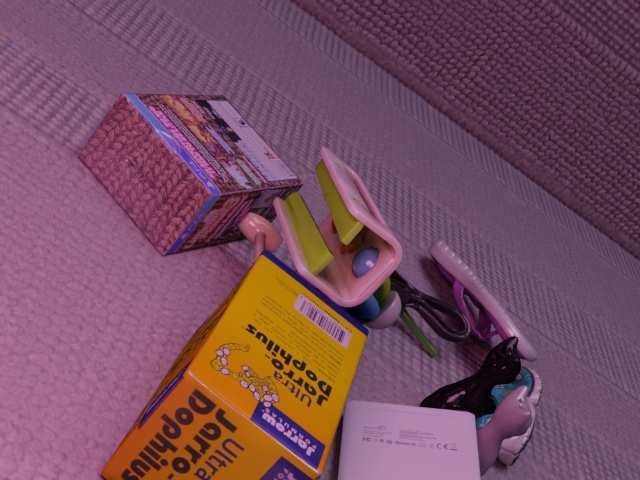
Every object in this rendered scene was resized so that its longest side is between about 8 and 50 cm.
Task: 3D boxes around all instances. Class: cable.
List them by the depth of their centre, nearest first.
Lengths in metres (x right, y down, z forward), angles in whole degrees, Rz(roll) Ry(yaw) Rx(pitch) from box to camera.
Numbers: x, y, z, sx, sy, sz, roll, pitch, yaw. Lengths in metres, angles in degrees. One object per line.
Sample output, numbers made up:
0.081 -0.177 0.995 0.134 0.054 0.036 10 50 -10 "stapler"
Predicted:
0.148 0.108 1.966 0.287 0.072 0.139 22 48 -26 "cable"

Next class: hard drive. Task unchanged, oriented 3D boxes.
0.125 0.341 1.497 0.203 0.040 0.307 6 28 2 "hard drive"

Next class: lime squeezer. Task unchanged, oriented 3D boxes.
0.126 0.093 2.036 0.310 0.059 0.110 60 -2 37 "lime squeezer"

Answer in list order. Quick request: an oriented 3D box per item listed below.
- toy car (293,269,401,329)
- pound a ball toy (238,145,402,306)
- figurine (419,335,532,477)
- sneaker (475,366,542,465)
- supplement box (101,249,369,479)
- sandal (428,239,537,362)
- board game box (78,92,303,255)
0.031 0.107 1.705 0.159 0.182 0.136 51 26 -15 "toy car"
0.000 0.000 1.619 0.136 0.208 0.319 38 12 -23 "pound a ball toy"
0.262 0.279 1.705 0.092 0.209 0.215 32 26 -17 "figurine"
0.334 0.296 1.924 0.110 0.107 0.275 31 24 2 "sneaker"
-0.093 0.198 1.345 0.195 0.194 0.356 38 24 -5 "supplement box"
0.318 0.144 2.166 0.169 0.102 0.416 44 7 -30 "sandal"
-0.210 -0.119 1.775 0.232 0.141 0.291 48 25 16 "board game box"
